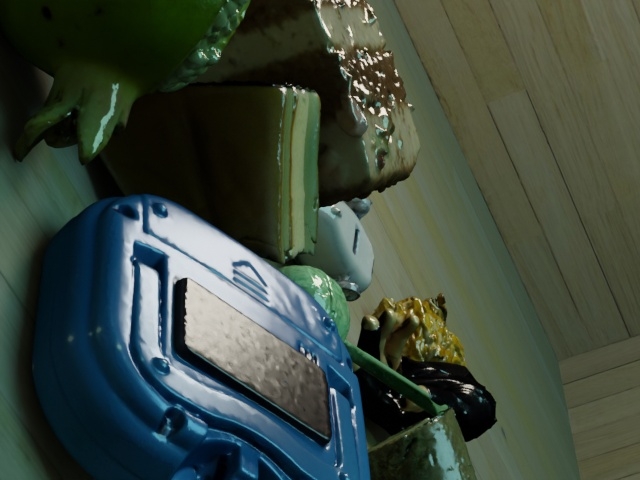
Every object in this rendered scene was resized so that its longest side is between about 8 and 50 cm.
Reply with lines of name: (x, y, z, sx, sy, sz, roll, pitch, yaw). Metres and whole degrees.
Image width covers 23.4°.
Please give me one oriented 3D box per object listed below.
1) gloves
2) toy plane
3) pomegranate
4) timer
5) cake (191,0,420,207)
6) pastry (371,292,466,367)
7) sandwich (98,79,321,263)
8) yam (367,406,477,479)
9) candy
gloves: (0.131, 0.209, 2.220, 0.301, 0.152, 0.197, 45, -1, -37)
toy plane: (0.000, 0.000, 2.095, 0.245, 0.117, 0.244, -4, 90, -70)
pomegranate: (-0.191, -0.221, 1.403, 0.260, 0.260, 0.340, 51, 49, -54)
timer: (-0.093, 0.121, 1.354, 0.340, 0.115, 0.309, 36, 29, -29)
cake: (-0.061, -0.165, 1.765, 0.256, 0.282, 0.290, -19, 93, -70)
pastry: (0.163, 0.162, 2.503, 0.250, 0.102, 0.154, 32, 39, -66)
sandwich: (-0.127, -0.059, 1.564, 0.155, 0.227, 0.198, -7, 98, -74)
yam: (0.151, 0.383, 2.011, 0.168, 0.168, 0.304, 14, 58, -74)
candy: (0.054, 0.155, 1.965, 0.440, 0.119, 0.119, 39, 32, -49)
